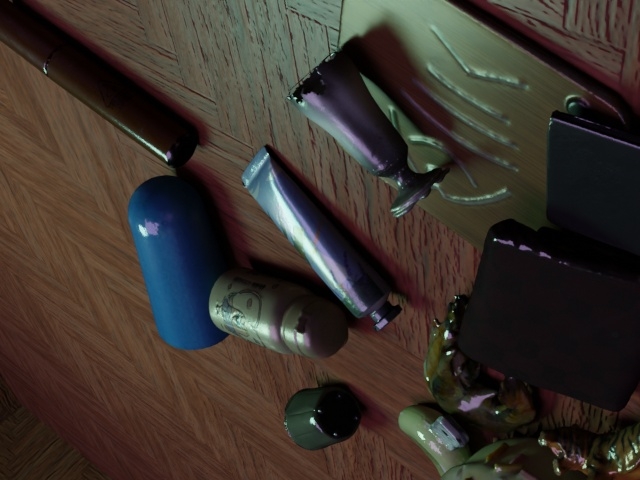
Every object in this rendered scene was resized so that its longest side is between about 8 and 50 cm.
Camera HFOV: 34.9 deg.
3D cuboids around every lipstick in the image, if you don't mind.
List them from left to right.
[{"bbox_3d":[-0.308,-0.210,1.346,0.357,0.057,0.057,36,153,18],"label":"lipstick"}]

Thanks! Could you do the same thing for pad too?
[{"bbox_3d":[0.125,-0.100,0.923,0.286,0.018,0.284,38,154,17],"label":"pad"}]

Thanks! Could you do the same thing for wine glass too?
[{"bbox_3d":[0.044,-0.100,0.946,0.155,0.072,0.072,49,154,-6],"label":"wine glass"}]

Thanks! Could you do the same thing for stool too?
[{"bbox_3d":[0.004,0.268,1.551,0.096,0.096,0.110,50,148,-10],"label":"stool"}]

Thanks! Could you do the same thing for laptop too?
[{"bbox_3d":[0.269,-0.026,0.795,0.197,0.016,0.135,24,150,25],"label":"laptop"}]

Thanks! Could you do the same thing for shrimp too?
[{"bbox_3d":[0.182,0.160,1.169,0.145,0.059,0.254,32,152,19],"label":"shrimp"}]

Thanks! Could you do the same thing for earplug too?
[{"bbox_3d":[-0.201,0.022,1.459,0.132,0.132,0.273,28,146,31],"label":"earplug"}]

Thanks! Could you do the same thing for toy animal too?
[{"bbox_3d":[0.330,0.199,0.991,0.114,0.116,0.255,18,142,-18],"label":"toy animal"}]

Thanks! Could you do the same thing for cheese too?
[{"bbox_3d":[0.159,0.258,1.317,0.127,0.050,0.235,49,169,11],"label":"cheese"}]

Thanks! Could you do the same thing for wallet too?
[{"bbox_3d":[0.227,0.072,0.960,0.182,0.049,0.229,20,148,13],"label":"wallet"}]

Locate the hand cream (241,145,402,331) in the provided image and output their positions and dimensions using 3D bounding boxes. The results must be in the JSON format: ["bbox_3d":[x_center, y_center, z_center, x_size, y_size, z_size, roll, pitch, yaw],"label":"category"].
[{"bbox_3d":[0.000,0.000,1.221,0.256,0.055,0.088,50,150,4],"label":"hand cream"}]

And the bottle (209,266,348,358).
[{"bbox_3d":[-0.050,0.104,1.388,0.209,0.097,0.110,16,174,45],"label":"bottle"}]

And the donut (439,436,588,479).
[{"bbox_3d":[0.308,0.378,1.206,0.383,0.142,0.382,34,152,20],"label":"donut"}]
